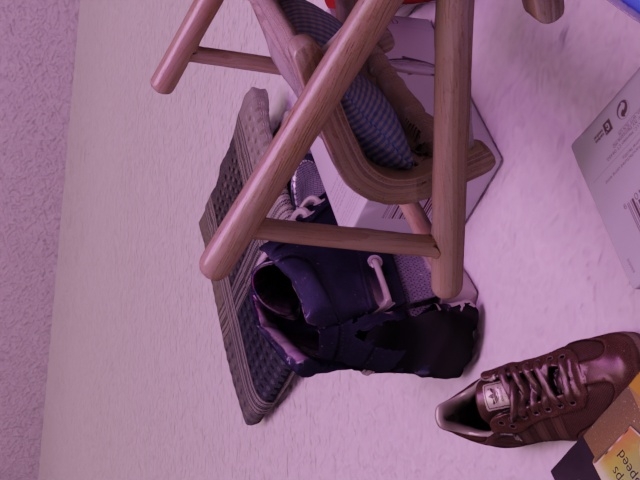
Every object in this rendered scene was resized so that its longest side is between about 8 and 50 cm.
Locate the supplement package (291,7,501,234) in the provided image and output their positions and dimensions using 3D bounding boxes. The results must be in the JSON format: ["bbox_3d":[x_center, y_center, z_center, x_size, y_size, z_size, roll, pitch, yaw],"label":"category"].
[{"bbox_3d":[0.058,-0.097,0.841,0.105,0.105,0.179,115,146,-44],"label":"supplement package"}]

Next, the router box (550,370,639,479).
[{"bbox_3d":[0.248,0.153,0.406,0.243,0.081,0.309,-62,35,36],"label":"router box"}]

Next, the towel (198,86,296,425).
[{"bbox_3d":[-0.069,0.022,1.214,0.312,0.056,0.324,119,142,-52],"label":"towel"}]

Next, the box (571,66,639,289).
[{"bbox_3d":[0.207,-0.041,0.521,0.101,0.087,0.102,122,142,-50],"label":"box"}]

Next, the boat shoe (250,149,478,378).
[{"bbox_3d":[0.000,0.000,0.903,0.340,0.158,0.127,-128,44,-54],"label":"boat shoe"}]

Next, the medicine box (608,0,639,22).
[{"bbox_3d":[0.230,-0.203,0.358,0.263,0.149,0.289,-116,30,-52],"label":"medicine box"}]

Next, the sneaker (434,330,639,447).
[{"bbox_3d":[0.147,0.110,0.675,0.188,0.071,0.066,134,132,-58],"label":"sneaker"}]

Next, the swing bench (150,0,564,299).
[{"bbox_3d":[0.010,-0.143,0.589,0.253,0.165,0.255,-112,32,-53],"label":"swing bench"}]

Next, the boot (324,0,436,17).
[{"bbox_3d":[0.010,-0.240,0.864,0.244,0.176,0.088,-164,74,-67],"label":"boot"}]
